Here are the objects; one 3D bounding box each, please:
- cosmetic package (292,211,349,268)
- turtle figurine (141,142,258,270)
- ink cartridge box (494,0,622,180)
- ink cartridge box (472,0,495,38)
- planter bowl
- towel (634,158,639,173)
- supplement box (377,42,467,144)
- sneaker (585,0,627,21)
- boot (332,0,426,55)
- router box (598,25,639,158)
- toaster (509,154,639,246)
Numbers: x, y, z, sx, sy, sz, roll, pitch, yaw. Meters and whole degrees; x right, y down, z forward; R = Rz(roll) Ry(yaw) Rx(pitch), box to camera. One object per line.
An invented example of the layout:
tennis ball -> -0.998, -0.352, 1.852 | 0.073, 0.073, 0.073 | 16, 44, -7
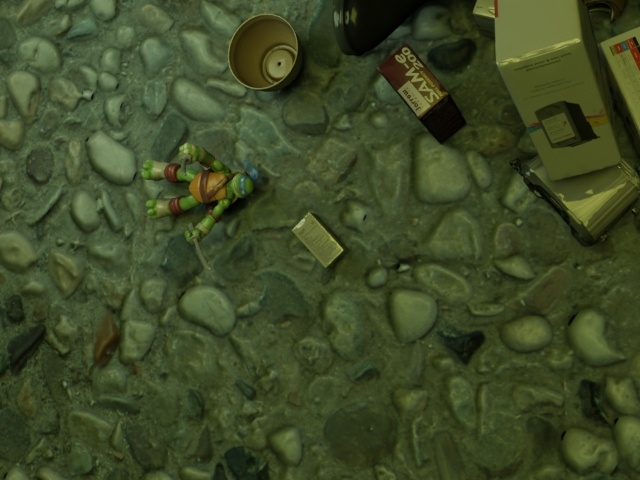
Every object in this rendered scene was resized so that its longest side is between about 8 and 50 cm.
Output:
cosmetic package -> 0.000, 0.000, 1.508 | 0.060, 0.041, 0.115 | -44, 74, 13
turtle figurine -> -0.296, -0.103, 1.519 | 0.266, 0.198, 0.275 | 2, 45, 36
ink cartridge box -> 0.392, -0.282, 1.159 | 0.131, 0.306, 0.226 | -14, 54, 28
ink cartridge box -> 0.351, -0.433, 1.365 | 0.088, 0.122, 0.052 | 20, 94, 19
planter bowl -> -0.105, -0.395, 1.533 | 0.162, 0.109, 0.162 | -1, 86, 20
towel -> 0.745, -0.139, 1.256 | 0.285, 0.034, 0.209 | 35, 98, 18
supplement box -> 0.200, -0.274, 1.347 | 0.073, 0.239, 0.130 | -40, 75, 13
sneaker -> 0.488, -0.470, 1.349 | 0.188, 0.066, 0.071 | 16, 93, 20
boot -> 0.277, -0.485, 1.257 | 0.445, 0.146, 0.367 | 10, 59, 37
router box -> 0.695, -0.248, 1.227 | 0.301, 0.082, 0.335 | -20, 75, 14
toaster -> 0.479, -0.110, 1.301 | 0.146, 0.129, 0.227 | -41, 68, 9
